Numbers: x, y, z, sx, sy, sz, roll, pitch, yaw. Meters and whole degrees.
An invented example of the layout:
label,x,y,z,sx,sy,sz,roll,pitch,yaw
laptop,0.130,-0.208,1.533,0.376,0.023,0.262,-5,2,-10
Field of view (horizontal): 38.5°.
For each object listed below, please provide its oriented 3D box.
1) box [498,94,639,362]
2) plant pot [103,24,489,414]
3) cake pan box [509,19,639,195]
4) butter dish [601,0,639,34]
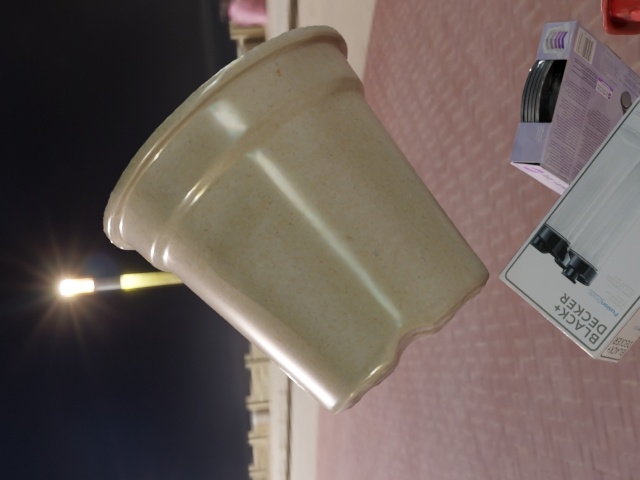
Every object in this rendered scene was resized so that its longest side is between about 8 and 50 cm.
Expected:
label,x,y,z,sx,sy,sz,roll,pitch,yaw
box,0.379,-0.011,1.127,0.169,0.087,0.290,45,107,31
plant pot,0.000,0.000,0.972,0.305,0.334,0.334,48,164,10
cake pan box,0.428,-0.200,1.516,0.070,0.267,0.245,6,80,45
butter dish,0.444,-0.351,1.197,0.118,0.160,0.160,8,105,37
